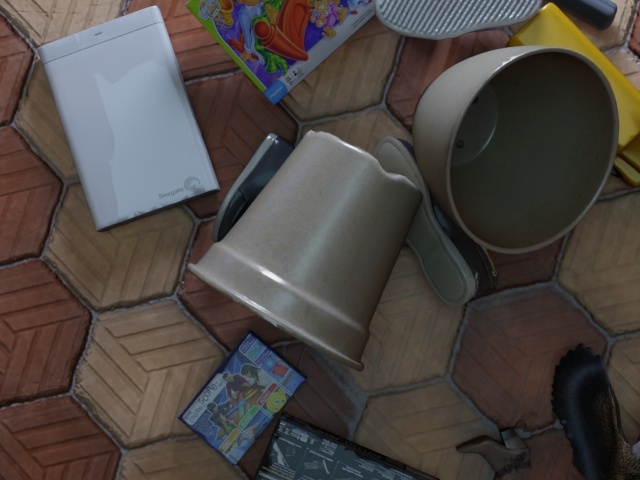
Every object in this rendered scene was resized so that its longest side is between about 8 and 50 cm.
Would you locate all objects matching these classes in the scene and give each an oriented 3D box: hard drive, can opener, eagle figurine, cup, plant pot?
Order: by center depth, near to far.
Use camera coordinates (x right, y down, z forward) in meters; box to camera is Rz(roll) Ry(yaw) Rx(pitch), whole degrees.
[{"bbox_3d":[0.281,-0.174,1.718,0.331,0.237,0.331,-11,116,-25],"label":"cup"},{"bbox_3d":[0.000,0.000,1.726,0.334,0.334,0.305,30,87,5],"label":"plant pot"},{"bbox_3d":[0.523,0.342,1.768,0.226,0.225,0.298,29,52,-34],"label":"eagle figurine"},{"bbox_3d":[0.387,-0.445,1.859,0.280,0.074,0.093,26,123,6],"label":"can opener"},{"bbox_3d":[-0.347,-0.219,1.897,0.233,0.047,0.353,-19,87,3],"label":"hard drive"}]

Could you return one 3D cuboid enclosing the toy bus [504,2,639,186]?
[{"bbox_3d":[0.467,-0.246,1.803,0.108,0.130,0.332,-43,85,1],"label":"toy bus"}]

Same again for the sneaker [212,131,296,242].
[{"bbox_3d":[-0.095,-0.071,1.855,0.118,0.083,0.222,32,88,4],"label":"sneaker"}]

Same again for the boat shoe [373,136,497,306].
[{"bbox_3d":[0.199,-0.041,1.828,0.097,0.116,0.324,-15,69,-37],"label":"boat shoe"}]

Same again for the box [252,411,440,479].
[{"bbox_3d":[0.025,0.472,1.824,0.307,0.076,0.242,22,89,5],"label":"box"}]

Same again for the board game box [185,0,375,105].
[{"bbox_3d":[-0.027,-0.435,1.806,0.347,0.078,0.233,-40,97,17],"label":"board game box"}]

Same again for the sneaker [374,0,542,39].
[{"bbox_3d":[0.216,-0.385,1.782,0.282,0.161,0.102,-2,95,-12],"label":"sneaker"}]

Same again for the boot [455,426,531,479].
[{"bbox_3d":[0.306,0.379,1.830,0.118,0.042,0.087,-20,94,9],"label":"boot"}]

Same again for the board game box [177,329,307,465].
[{"bbox_3d":[-0.139,0.278,1.864,0.136,0.035,0.201,40,90,4],"label":"board game box"}]
